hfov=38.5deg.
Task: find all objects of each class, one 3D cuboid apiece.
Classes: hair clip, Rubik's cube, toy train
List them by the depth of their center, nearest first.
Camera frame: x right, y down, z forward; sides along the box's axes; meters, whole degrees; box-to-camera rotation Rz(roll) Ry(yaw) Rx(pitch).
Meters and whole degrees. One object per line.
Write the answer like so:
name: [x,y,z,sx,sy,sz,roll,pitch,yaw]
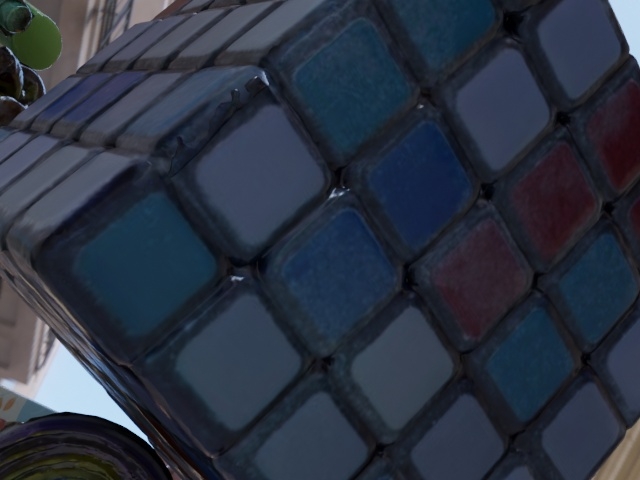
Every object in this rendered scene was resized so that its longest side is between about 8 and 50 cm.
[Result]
hair clip: [-0.119,0.149,0.455,0.172,0.116,0.049,31,-14,-3]
Rubik's cube: [0.000,0.000,0.526,0.293,0.292,0.287,12,-39,58]
toy train: [-0.444,-0.320,1.217,0.253,0.105,0.157,37,-14,29]

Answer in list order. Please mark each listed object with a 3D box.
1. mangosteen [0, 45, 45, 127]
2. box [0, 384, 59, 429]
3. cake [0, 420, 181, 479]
mangosteen: [-0.433,-0.140,1.143,0.215,0.215,0.257,24,-54,-11]
box: [-0.550,0.399,1.418,0.385,0.344,0.122,28,-26,-9]
cake: [-0.309,0.412,1.056,0.293,0.314,0.306,-3,-72,18]
